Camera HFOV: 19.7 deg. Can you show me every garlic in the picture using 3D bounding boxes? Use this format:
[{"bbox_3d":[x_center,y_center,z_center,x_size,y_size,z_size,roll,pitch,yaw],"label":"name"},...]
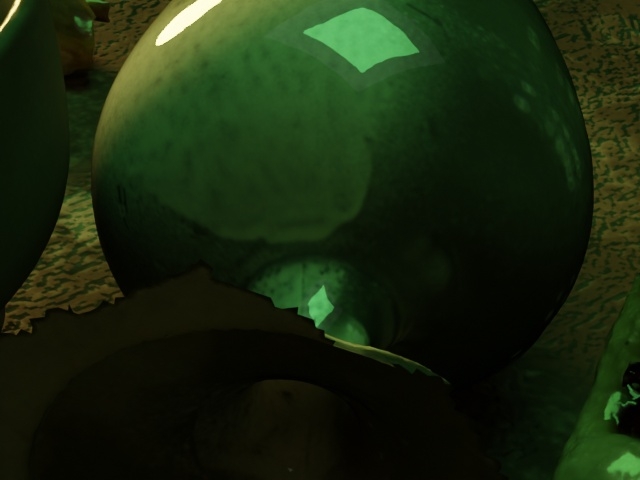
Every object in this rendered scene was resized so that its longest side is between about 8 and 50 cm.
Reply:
[{"bbox_3d":[-0.197,-0.126,1.078,0.152,0.066,0.084,-10,40,-25],"label":"garlic"}]

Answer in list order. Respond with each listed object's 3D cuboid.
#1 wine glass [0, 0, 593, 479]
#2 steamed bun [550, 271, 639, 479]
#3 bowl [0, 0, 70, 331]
[{"bbox_3d":[0.000,0.000,0.792,0.238,0.238,0.323,7,38,2],"label":"wine glass"},{"bbox_3d":[0.166,0.094,0.760,0.155,0.172,0.141,-38,41,-22],"label":"steamed bun"},{"bbox_3d":[-0.223,-0.002,0.800,0.289,0.146,0.289,-18,31,11],"label":"bowl"}]
